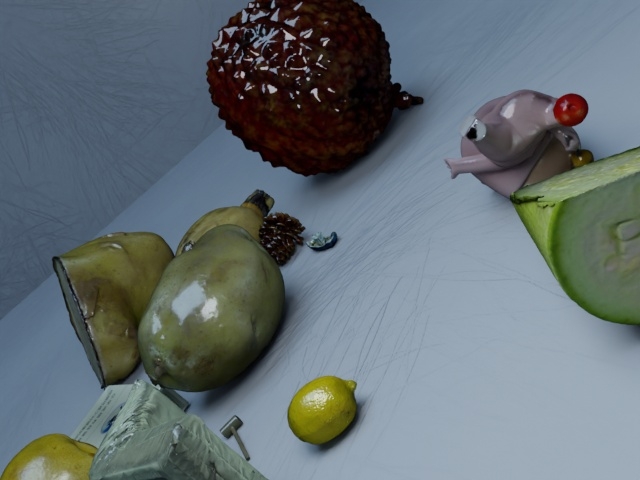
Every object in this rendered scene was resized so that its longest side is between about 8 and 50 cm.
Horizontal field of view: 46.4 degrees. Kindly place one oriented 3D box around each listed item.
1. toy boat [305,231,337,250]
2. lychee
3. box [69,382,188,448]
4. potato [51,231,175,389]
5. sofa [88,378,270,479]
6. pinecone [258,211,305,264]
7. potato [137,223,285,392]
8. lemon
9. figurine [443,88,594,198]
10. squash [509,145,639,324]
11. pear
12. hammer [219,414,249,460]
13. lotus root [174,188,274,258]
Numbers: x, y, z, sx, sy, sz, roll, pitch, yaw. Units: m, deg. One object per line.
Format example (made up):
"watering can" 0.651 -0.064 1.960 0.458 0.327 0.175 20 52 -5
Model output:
"toy boat" 0.000 0.000 1.500 0.083 0.038 0.038 -17 33 44
"lychee" -0.010 -0.354 1.699 0.424 0.500 0.424 -165 90 -81
"box" -0.379 0.359 1.433 0.256 0.069 0.164 -15 35 50
"potato" -0.460 0.125 1.799 0.296 0.289 0.397 -21 35 -24
"sofa" -0.168 0.297 1.024 0.225 0.210 0.176 -27 25 40
"pinecone" -0.086 -0.003 1.587 0.102 0.102 0.109 8 81 62
"potato" -0.188 0.123 1.347 0.243 0.221 0.326 -18 30 25
"lemon" 0.005 0.228 1.017 0.111 0.082 0.082 -38 22 8
"figurine" 0.288 -0.133 1.071 0.176 0.186 0.287 -51 -12 0
"squash" 0.337 -0.071 0.852 0.234 0.210 0.309 -22 31 11
"pear" -0.431 0.430 1.226 0.209 0.209 0.209 -35 23 18
"hammer" -0.128 0.315 1.172 0.035 0.019 0.110 -44 28 -4
"lotus root" -0.202 0.002 1.660 0.183 0.183 0.310 -19 30 44
